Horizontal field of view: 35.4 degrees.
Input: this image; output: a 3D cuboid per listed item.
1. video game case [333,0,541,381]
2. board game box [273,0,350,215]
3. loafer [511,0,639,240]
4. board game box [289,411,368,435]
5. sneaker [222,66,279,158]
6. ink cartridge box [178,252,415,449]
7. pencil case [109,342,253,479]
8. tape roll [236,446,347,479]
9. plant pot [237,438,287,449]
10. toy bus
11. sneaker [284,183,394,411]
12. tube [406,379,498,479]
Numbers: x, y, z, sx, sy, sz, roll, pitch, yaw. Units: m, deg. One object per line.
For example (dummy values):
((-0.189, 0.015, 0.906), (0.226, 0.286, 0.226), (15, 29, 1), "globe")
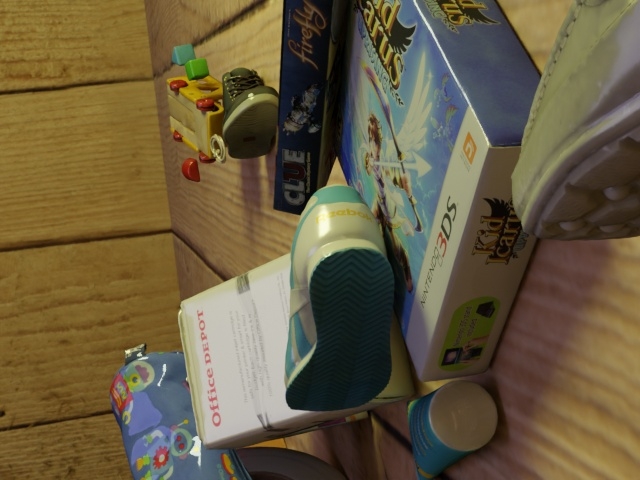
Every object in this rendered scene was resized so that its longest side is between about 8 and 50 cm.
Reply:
((0.078, -0.075, 0.744), (0.244, 0.061, 0.270), (99, 159, -48), "video game case")
((0.002, -0.164, 0.893), (0.165, 0.042, 0.243), (-70, -10, -46), "board game box")
((0.152, -0.101, 0.346), (0.319, 0.112, 0.112), (121, 145, -57), "loafer")
((-0.052, 0.172, 1.236), (0.275, 0.144, 0.142), (129, 130, -73), "board game box")
((-0.104, -0.196, 1.376), (0.222, 0.083, 0.118), (134, 127, -74), "sneaker")
((-0.030, 0.107, 0.992), (0.217, 0.092, 0.159), (-23, 70, 35), "ink cartridge box")
((-0.138, 0.256, 1.114), (0.133, 0.119, 0.306), (-45, 50, 18), "pencil case")
((-0.076, 0.394, 1.240), (0.246, 0.246, 0.169), (-124, 30, -62), "tape roll")
((-0.155, 0.469, 1.701), (0.291, 0.203, 0.291), (173, 90, -76), "plant pot")
((-0.164, -0.194, 1.567), (0.191, 0.104, 0.202), (-41, 68, 61), "toy bus")
((0.014, 0.058, 0.816), (0.229, 0.087, 0.092), (100, 165, -45), "sneaker")
((0.097, 0.159, 0.836), (0.207, 0.052, 0.080), (105, 164, -72), "tube")
